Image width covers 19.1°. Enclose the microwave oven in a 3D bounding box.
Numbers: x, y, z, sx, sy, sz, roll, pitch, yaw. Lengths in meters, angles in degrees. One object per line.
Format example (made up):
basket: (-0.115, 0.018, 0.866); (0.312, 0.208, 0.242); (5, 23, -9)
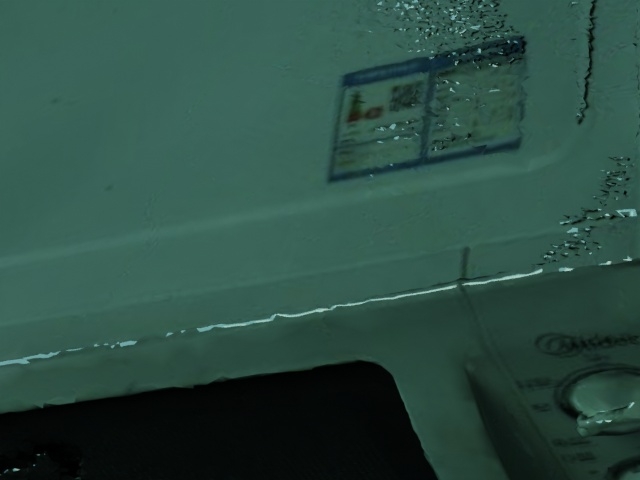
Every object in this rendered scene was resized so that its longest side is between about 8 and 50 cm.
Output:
microwave oven: (0.000, 0.000, 0.657); (0.295, 0.181, 0.237); (-11, 49, 23)
